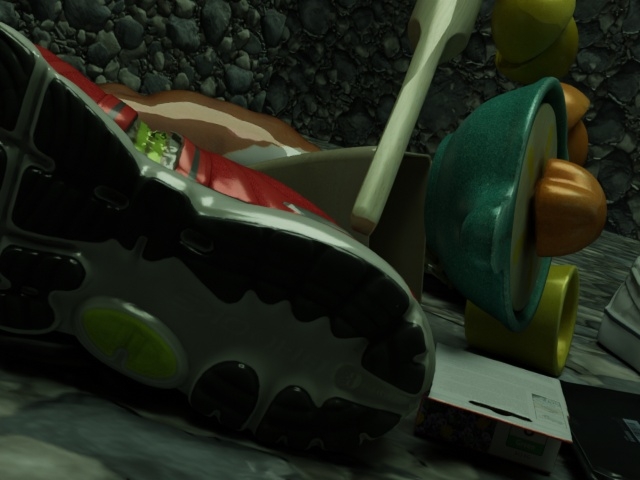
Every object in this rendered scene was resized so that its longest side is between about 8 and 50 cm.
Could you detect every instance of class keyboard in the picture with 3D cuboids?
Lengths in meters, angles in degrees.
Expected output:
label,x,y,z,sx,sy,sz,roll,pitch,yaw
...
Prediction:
label,x,y,z,sx,sy,sz,roll,pitch,yaw
keyboard,0.164,0.101,0.554,0.108,0.023,0.180,9,8,3

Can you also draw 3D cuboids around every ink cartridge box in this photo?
label,x,y,z,sx,sy,sz,roll,pitch,yaw
ink cartridge box,0.075,0.076,0.521,0.062,0.029,0.115,17,8,6

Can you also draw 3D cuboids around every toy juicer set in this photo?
label,x,y,z,sx,sy,sz,roll,pitch,yaw
toy juicer set,0.113,-0.055,0.630,0.089,0.209,0.329,9,-13,21

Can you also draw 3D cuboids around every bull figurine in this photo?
label,x,y,z,sx,sy,sz,roll,pitch,yaw
bull figurine,-0.096,-0.071,1.022,0.310,0.101,0.188,15,3,-20

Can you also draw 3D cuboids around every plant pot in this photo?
label,x,y,z,sx,sy,sz,roll,pitch,yaw
plant pot,0.000,0.000,0.684,0.096,0.109,0.109,5,3,21

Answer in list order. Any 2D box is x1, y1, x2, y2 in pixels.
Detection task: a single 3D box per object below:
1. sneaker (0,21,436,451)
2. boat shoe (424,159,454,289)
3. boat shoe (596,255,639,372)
label,x,y,z,sx,sy,sz,roll,pitch,yaw
sneaker,-0.082,-0.007,0.483,0.279,0.107,0.118,32,10,0
boat shoe,0.111,0.003,0.992,0.104,0.089,0.285,49,2,-11
boat shoe,0.266,0.062,0.810,0.095,0.084,0.258,14,7,-17
